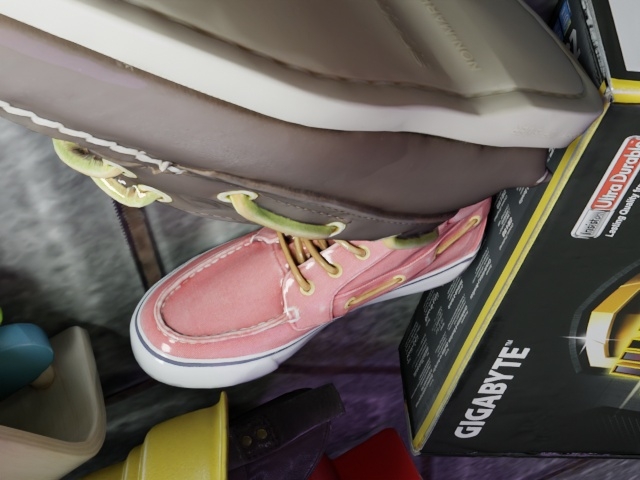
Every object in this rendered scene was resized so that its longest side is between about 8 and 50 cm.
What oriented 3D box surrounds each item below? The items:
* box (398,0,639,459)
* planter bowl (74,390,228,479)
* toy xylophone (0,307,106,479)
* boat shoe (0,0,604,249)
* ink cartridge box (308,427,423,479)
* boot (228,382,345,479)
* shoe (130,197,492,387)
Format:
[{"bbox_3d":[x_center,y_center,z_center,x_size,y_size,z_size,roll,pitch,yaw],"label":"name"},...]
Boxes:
[{"bbox_3d":[0.200,0.008,0.737,0.257,0.079,0.322,1,146,-13],"label":"box"},{"bbox_3d":[-0.089,0.169,0.623,0.090,0.217,0.217,4,148,-4],"label":"planter bowl"},{"bbox_3d":[-0.227,0.075,0.553,0.236,0.081,0.323,-30,153,7],"label":"toy xylophone"},{"bbox_3d":[-0.027,-0.052,0.475,0.097,0.117,0.324,-45,154,26],"label":"boat shoe"},{"bbox_3d":[-0.036,0.212,0.909,0.231,0.134,0.078,-30,153,6],"label":"ink cartridge box"},{"bbox_3d":[-0.120,0.169,0.813,0.229,0.091,0.263,-18,166,-39],"label":"boot"},{"bbox_3d":[0.000,0.000,0.650,0.178,0.063,0.081,-21,152,-23],"label":"shoe"}]
